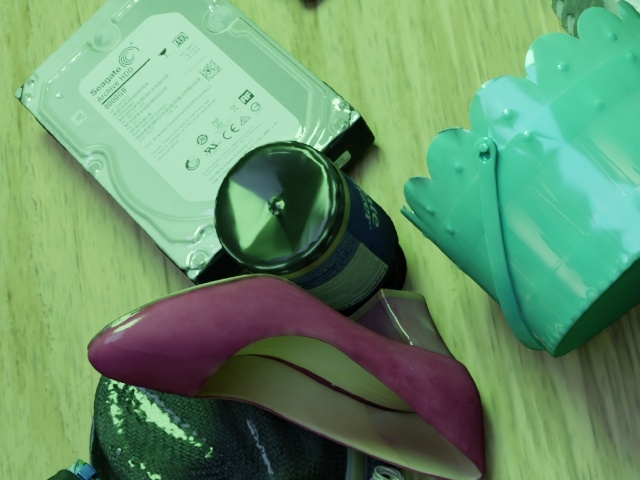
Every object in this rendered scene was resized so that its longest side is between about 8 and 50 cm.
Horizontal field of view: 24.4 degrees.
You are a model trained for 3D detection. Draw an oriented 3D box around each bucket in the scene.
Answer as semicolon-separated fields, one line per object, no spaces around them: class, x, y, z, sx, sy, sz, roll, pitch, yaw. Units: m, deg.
bucket;0.224;-0.044;1.251;0.281;0.281;0.183;-42;73;6

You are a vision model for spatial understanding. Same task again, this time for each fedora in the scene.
fedora;-0.100;0.187;1.380;0.334;0.152;0.334;-7;70;22

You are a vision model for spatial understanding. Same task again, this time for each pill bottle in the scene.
pill bottle;0.000;0.000;1.360;0.123;0.219;0.123;-7;71;21

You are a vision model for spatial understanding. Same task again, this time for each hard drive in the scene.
hard drive;-0.138;-0.131;1.534;0.237;0.064;0.339;-44;58;-3

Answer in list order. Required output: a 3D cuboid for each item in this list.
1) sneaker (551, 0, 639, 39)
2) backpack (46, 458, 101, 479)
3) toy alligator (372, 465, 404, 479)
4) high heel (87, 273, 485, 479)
sneaker;0.308;-0.219;1.387;0.115;0.105;0.281;-22;61;-21
backpack;-0.214;0.307;1.330;0.173;0.117;0.158;43;129;3
toy alligator;0.127;0.259;1.314;0.189;0.056;0.051;23;125;23
high heel;-0.011;0.131;1.250;0.127;0.377;0.181;-49;54;43
